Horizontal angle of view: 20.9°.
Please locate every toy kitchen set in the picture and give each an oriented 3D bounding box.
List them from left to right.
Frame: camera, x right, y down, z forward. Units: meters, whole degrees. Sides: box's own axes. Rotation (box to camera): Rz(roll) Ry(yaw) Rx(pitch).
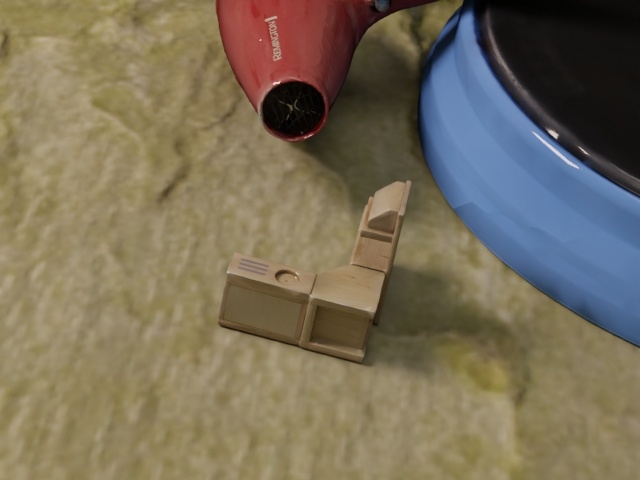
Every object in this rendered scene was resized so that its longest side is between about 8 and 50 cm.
[{"bbox_3d":[0.000,0.000,0.841,0.075,0.068,0.083,15,37,3],"label":"toy kitchen set"}]

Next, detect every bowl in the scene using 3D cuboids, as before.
[{"bbox_3d":[0.252,-0.068,0.998,0.391,0.077,0.391,8,37,-6],"label":"bowl"}]

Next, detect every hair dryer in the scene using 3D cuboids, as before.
[{"bbox_3d":[0.039,-0.155,0.971,0.223,0.080,0.293,-3,38,46],"label":"hair dryer"}]
